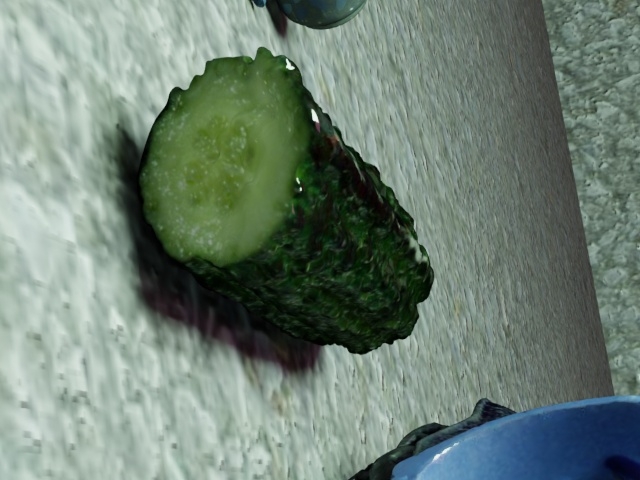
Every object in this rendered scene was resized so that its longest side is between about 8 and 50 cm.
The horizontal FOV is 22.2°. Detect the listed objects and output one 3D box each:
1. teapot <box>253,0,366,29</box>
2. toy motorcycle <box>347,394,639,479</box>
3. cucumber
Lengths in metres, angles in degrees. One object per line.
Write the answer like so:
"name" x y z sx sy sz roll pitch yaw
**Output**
"teapot" -0.014 -0.136 0.765 0.049 0.063 0.083 47 -10 44
"toy motorcycle" 0.091 0.149 0.574 0.358 0.212 0.125 -71 146 -65
"cucumber" 0.001 0.001 0.623 0.265 0.077 0.077 39 41 -69
